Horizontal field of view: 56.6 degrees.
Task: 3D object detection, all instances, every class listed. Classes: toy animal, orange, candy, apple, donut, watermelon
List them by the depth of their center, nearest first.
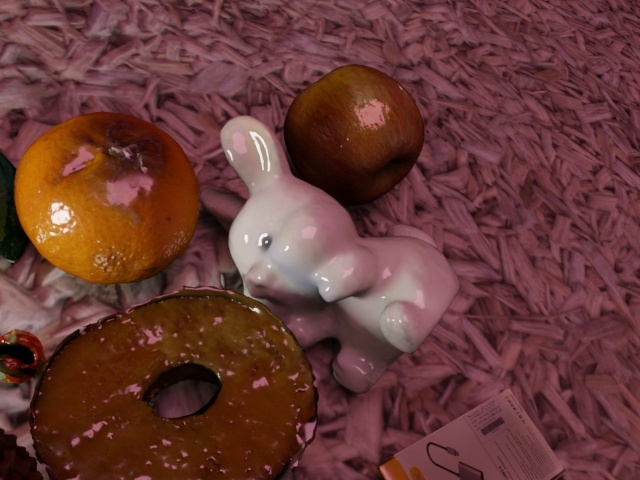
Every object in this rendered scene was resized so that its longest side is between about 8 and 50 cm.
[{"bbox_3d":[-0.138,0.173,0.602,0.272,0.107,0.272,9,47,-10],"label":"donut"},{"bbox_3d":[-0.270,0.151,0.653,0.185,0.049,0.055,26,86,-15],"label":"candy"},{"bbox_3d":[-0.416,-0.069,0.720,0.146,0.128,0.231,18,45,-34],"label":"watermelon"},{"bbox_3d":[-0.256,-0.057,0.727,0.224,0.170,0.224,14,49,-17],"label":"orange"},{"bbox_3d":[-0.001,0.007,0.782,0.368,0.196,0.241,33,41,0],"label":"toy animal"},{"bbox_3d":[0.051,-0.162,0.918,0.211,0.211,0.188,-20,65,-34],"label":"apple"}]

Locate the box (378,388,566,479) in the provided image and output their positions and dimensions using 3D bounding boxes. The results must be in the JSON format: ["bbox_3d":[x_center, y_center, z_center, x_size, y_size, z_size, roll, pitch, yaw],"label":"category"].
[{"bbox_3d":[0.191,0.290,0.751,0.247,0.033,0.129,-16,63,-32],"label":"box"}]

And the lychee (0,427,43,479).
[{"bbox_3d":[-0.318,0.238,0.415,0.268,0.267,0.267,12,51,-15],"label":"lychee"}]
